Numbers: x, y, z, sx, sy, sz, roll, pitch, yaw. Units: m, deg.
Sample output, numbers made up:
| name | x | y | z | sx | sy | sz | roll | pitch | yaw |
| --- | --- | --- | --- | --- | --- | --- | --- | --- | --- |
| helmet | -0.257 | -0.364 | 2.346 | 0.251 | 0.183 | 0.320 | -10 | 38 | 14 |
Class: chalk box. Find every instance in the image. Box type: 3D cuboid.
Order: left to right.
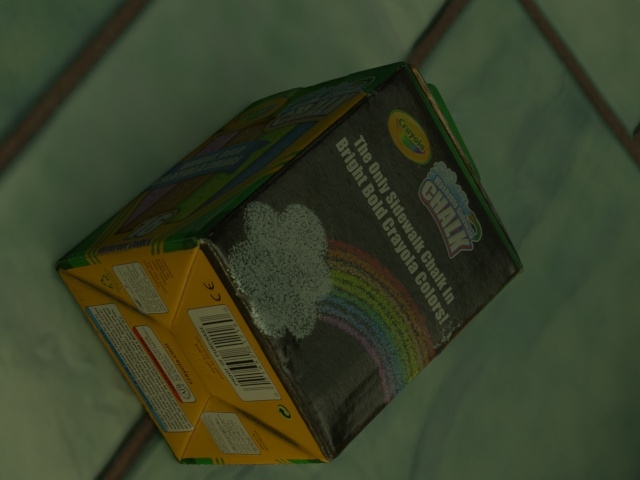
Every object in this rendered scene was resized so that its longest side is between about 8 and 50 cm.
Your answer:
| name | x | y | z | sx | sy | sz | roll | pitch | yaw |
| --- | --- | --- | --- | --- | --- | --- | --- | --- | --- |
| chalk box | 0.000 | 0.000 | 0.894 | 0.213 | 0.132 | 0.132 | -41 | 110 | -36 |
